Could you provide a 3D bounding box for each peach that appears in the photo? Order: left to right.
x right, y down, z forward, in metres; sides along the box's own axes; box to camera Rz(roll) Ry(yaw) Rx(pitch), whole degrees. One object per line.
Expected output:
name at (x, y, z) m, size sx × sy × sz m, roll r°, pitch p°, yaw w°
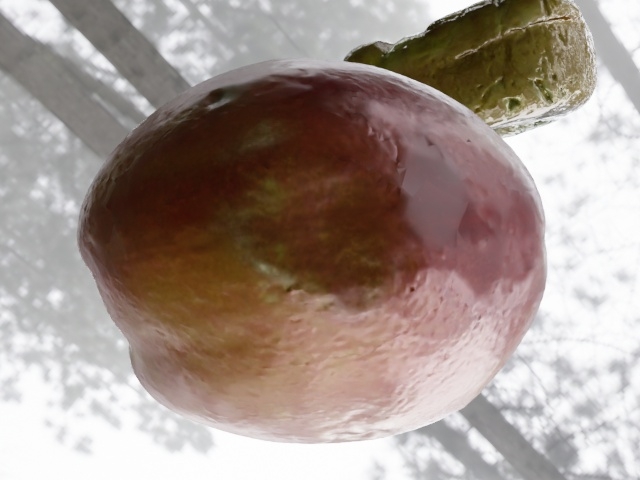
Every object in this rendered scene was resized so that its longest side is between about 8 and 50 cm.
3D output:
peach at (0.000, 0.000, 0.632) m, size 0.243 × 0.243 × 0.199 m, roll -20°, pitch -125°, yaw 28°

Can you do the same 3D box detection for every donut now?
donut at (0.152, -0.162, 1.233) m, size 0.261 × 0.208 × 0.128 m, roll -17°, pitch -93°, yaw 14°
